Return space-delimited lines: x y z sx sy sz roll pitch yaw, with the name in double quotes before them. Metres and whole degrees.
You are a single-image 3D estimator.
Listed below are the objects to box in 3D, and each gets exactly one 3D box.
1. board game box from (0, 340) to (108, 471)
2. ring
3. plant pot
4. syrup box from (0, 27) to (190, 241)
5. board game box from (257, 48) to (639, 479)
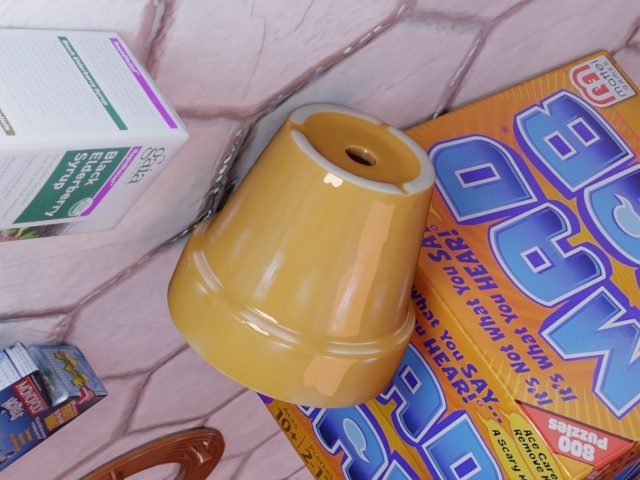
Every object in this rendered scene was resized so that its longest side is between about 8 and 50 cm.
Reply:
"board game box" -0.279 0.142 1.405 0.194 0.060 0.194 -32 161 -15
"ring" -0.250 0.331 1.966 0.336 0.032 0.336 -32 162 -11
"plant pot" 0.000 0.000 1.364 0.205 0.205 0.188 -14 137 -47
"syrup box" -0.197 -0.061 0.991 0.093 0.096 0.237 -46 158 29
"board game box" 0.190 0.098 1.641 0.356 0.356 0.356 -23 158 -33
